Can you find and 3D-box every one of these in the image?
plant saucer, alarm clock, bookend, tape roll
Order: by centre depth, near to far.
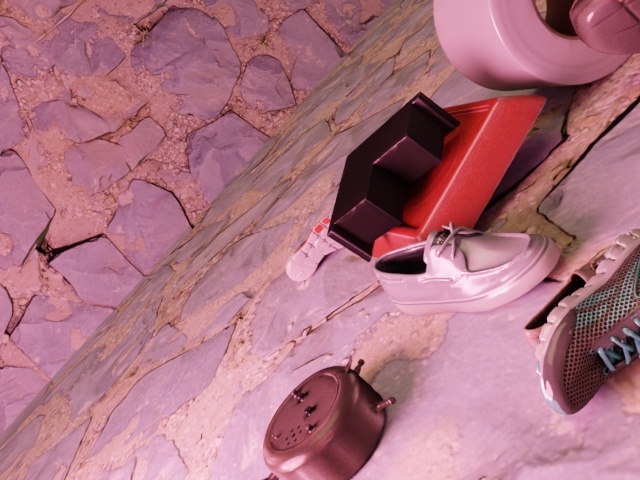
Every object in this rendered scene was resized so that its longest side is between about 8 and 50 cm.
[{"bbox_3d":[-0.014,0.203,0.660,0.192,0.064,0.129,-48,17,-2],"label":"alarm clock"},{"bbox_3d":[0.094,-0.080,0.835,0.157,0.072,0.156,-39,27,43],"label":"bookend"},{"bbox_3d":[0.298,-0.331,0.886,0.246,0.246,0.169,-45,16,-3],"label":"tape roll"},{"bbox_3d":[0.153,-0.088,0.888,0.258,0.048,0.259,-59,19,-4],"label":"plant saucer"}]

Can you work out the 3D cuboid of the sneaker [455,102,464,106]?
[{"bbox_3d":[0.225,-0.185,1.003,0.152,0.054,0.061,4,77,67],"label":"sneaker"}]

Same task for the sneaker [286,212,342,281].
[{"bbox_3d":[0.000,0.000,1.109,0.158,0.061,0.065,-42,11,6],"label":"sneaker"}]

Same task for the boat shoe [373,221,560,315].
[{"bbox_3d":[0.138,0.025,0.686,0.228,0.081,0.079,-21,28,53],"label":"boat shoe"}]

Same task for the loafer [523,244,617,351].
[{"bbox_3d":[0.216,0.045,0.533,0.125,0.039,0.045,-48,16,-11],"label":"loafer"}]

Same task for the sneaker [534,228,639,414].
[{"bbox_3d":[0.220,0.056,0.465,0.166,0.065,0.076,-50,22,-14],"label":"sneaker"}]

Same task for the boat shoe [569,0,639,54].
[{"bbox_3d":[0.439,-0.350,0.766,0.356,0.132,0.130,-34,39,2],"label":"boat shoe"}]
